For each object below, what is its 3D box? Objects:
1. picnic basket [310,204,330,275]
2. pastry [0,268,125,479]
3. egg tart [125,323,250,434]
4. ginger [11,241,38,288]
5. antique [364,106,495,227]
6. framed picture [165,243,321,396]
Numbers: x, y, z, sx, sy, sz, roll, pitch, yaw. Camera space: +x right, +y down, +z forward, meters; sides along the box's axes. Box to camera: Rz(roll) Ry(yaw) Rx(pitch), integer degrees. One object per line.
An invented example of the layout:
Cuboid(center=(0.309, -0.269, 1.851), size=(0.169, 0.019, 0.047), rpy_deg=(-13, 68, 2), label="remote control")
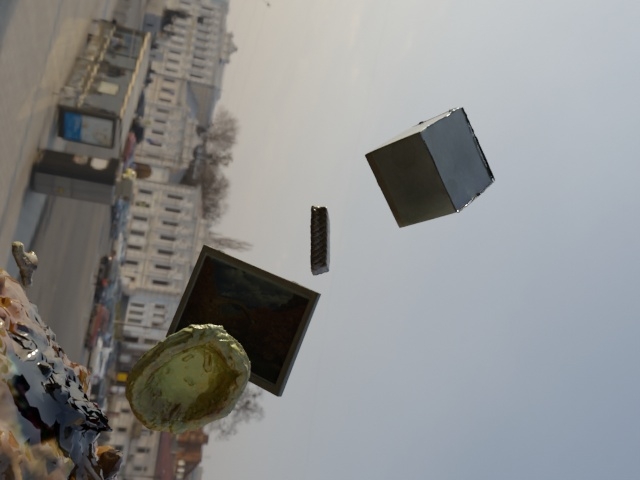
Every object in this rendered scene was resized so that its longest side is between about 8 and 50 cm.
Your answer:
Cuboid(center=(0.000, 0.000, 1.714), size=(0.110, 0.055, 0.193), rpy_deg=(76, 16, -74), label="picnic basket")
Cuboid(center=(-0.302, 0.161, 0.426), size=(0.405, 0.292, 0.337), rpy_deg=(56, -19, 31), label="pastry")
Cuboid(center=(-0.110, 0.110, 0.504), size=(0.039, 0.105, 0.105), rpy_deg=(46, -54, 56), label="egg tart")
Cuboid(center=(-0.517, 0.039, 1.073), size=(0.048, 0.030, 0.097), rpy_deg=(-102, -169, -57), label="ginger")
Cuboid(center=(0.178, -0.120, 1.013), size=(0.148, 0.152, 0.147), rpy_deg=(-18, -78, 46), label="antique")
Cuboid(center=(-0.136, 0.130, 1.034), size=(0.184, 0.250, 0.016), rpy_deg=(-67, 155, -1), label="framed picture")
